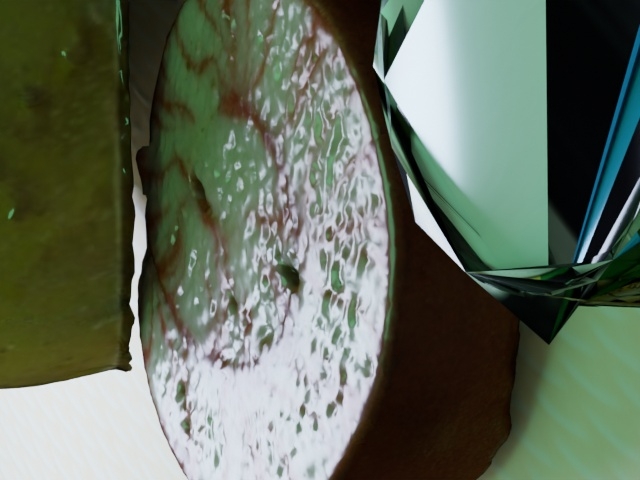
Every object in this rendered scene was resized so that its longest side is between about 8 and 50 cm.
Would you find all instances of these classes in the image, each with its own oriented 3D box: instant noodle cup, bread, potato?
[{"bbox_3d":[0.145,-0.072,0.703,0.240,0.178,0.240,10,102,59],"label":"instant noodle cup"},{"bbox_3d":[0.002,-0.001,1.024,0.295,0.114,0.327,36,123,54],"label":"bread"},{"bbox_3d":[-0.284,-0.118,1.199,0.385,0.319,0.442,100,162,-52],"label":"potato"}]
